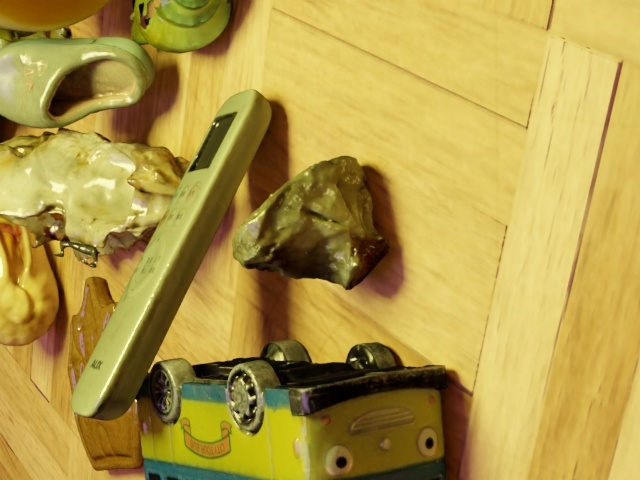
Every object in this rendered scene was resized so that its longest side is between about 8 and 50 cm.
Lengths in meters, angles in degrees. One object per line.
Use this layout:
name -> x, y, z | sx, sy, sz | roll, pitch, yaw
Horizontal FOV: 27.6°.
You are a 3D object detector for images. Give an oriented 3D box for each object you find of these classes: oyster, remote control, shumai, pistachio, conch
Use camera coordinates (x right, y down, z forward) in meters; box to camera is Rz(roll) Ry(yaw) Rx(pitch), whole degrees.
oyster -> -0.239, -0.044, 1.268 | 0.337, 0.198, 0.133 | 6, 87, 49
remote control -> -0.122, 0.011, 1.094 | 0.309, 0.038, 0.090 | -64, 20, -12
shumai -> 0.000, 0.000, 0.994 | 0.087, 0.124, 0.099 | 51, 166, 11
pistachio -> -0.388, 0.040, 1.571 | 0.200, 0.117, 0.145 | 59, 145, 34
conch -> -0.130, -0.218, 1.184 | 0.201, 0.079, 0.095 | 26, 98, 62

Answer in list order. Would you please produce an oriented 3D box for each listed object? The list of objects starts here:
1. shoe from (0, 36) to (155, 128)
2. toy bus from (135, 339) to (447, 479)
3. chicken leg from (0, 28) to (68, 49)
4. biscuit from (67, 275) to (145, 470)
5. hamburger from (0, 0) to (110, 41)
shoe -> -0.256, -0.148, 1.256 | 0.195, 0.078, 0.079 | -5, 124, 21
toy bus -> -0.027, 0.173, 1.023 | 0.287, 0.138, 0.175 | -6, 89, 57
chicken leg -> -0.445, -0.183, 1.600 | 0.429, 0.153, 0.201 | -20, 107, 48
biscuit -> -0.240, 0.146, 1.438 | 0.182, 0.034, 0.215 | -18, 80, 56
hamburger -> -0.295, -0.332, 1.227 | 0.179, 0.276, 0.294 | 32, 105, 37
